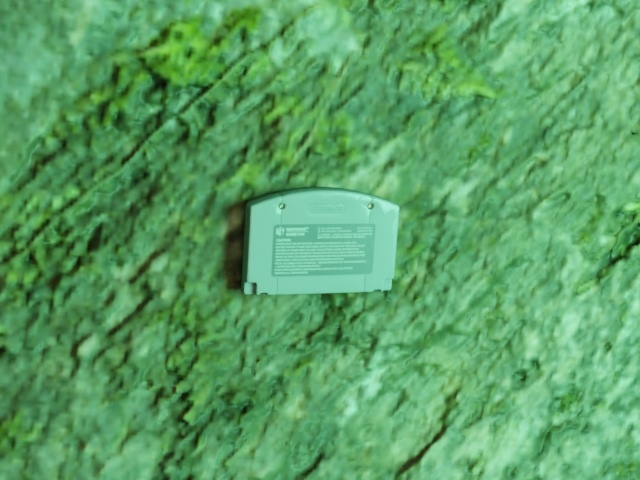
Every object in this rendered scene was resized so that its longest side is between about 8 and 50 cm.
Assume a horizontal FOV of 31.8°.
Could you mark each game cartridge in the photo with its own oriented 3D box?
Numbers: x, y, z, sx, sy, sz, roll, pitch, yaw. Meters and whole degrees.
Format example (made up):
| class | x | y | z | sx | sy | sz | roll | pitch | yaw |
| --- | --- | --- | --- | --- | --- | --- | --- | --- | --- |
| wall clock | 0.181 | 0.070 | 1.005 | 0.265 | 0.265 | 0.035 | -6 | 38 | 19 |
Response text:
| class | x | y | z | sx | sy | sz | roll | pitch | yaw |
| --- | --- | --- | --- | --- | --- | --- | --- | --- | --- |
| game cartridge | 0.000 | 0.000 | 0.585 | 0.083 | 0.017 | 0.056 | 0 | 106 | -21 |
